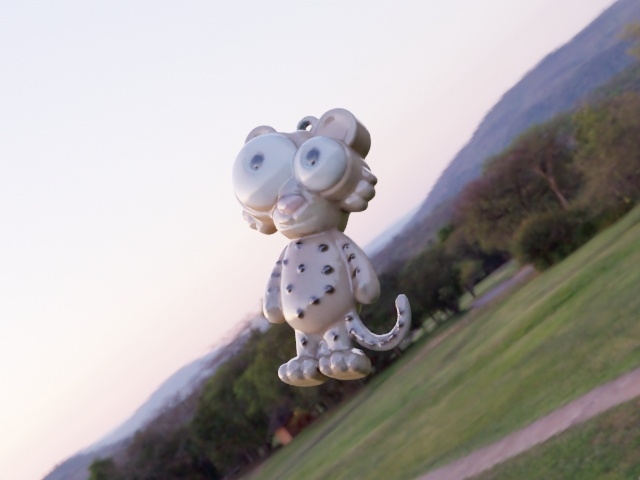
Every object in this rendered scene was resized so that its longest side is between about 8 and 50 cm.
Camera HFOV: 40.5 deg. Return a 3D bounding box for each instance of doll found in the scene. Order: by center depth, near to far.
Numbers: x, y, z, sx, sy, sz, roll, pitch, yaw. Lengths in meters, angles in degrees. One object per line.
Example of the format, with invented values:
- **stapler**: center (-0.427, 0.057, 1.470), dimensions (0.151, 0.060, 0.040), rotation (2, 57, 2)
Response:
- **doll**: center (-0.002, 0.001, 0.856), dimensions (0.154, 0.278, 0.119), rotation (-22, -23, 21)

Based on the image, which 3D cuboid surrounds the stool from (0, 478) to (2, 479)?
- **stool**: center (-0.314, 0.237, 0.383), dimensions (0.330, 0.297, 0.297), rotation (-55, -2, -3)
